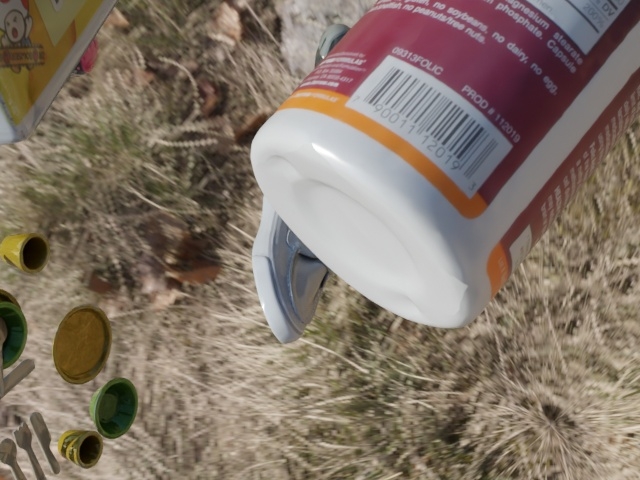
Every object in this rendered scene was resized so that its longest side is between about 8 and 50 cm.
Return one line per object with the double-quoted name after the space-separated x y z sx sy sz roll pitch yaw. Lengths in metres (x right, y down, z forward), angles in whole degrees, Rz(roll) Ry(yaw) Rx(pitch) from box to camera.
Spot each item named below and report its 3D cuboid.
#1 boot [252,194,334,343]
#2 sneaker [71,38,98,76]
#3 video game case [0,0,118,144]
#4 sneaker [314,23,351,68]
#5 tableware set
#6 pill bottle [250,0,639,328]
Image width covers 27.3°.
0.000 0.000 1.471 0.123 0.095 0.258 -20 38 16 "boot"
-0.371 -0.197 1.364 0.299 0.121 0.112 6 103 14 "sneaker"
-0.079 -0.173 0.340 0.026 0.206 0.227 -2 40 18 "video game case"
0.046 -0.097 1.350 0.106 0.101 0.267 -3 121 4 "sneaker"
-0.151 0.066 0.744 0.024 0.104 0.154 7 126 35 "tableware set"
0.147 -0.141 1.062 0.224 0.224 0.392 37 72 13 "pill bottle"
